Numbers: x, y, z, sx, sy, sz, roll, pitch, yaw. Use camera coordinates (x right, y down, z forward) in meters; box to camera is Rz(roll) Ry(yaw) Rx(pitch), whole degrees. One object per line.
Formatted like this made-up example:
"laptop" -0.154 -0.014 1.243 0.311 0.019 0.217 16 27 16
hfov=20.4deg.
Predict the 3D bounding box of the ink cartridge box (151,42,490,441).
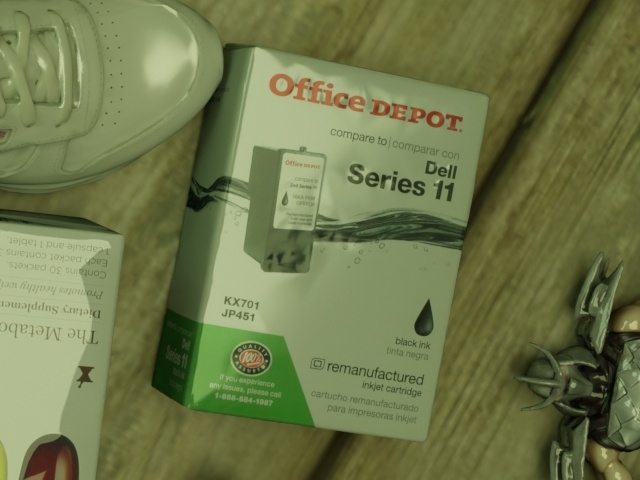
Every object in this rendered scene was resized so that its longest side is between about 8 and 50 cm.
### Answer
"ink cartridge box" 0.000 0.000 1.032 0.153 0.087 0.208 9 91 -17

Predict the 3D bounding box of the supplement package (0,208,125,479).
"supplement package" -0.194 0.105 0.960 0.139 0.134 0.244 6 93 -16

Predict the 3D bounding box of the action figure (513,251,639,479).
"action figure" 0.254 0.104 1.113 0.285 0.099 0.185 11 100 -13

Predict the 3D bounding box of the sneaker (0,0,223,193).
"sneaker" -0.192 -0.073 0.937 0.305 0.152 0.114 -10 95 -17
